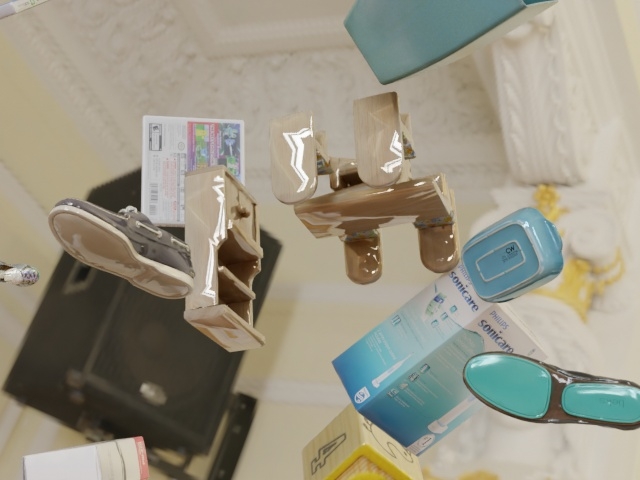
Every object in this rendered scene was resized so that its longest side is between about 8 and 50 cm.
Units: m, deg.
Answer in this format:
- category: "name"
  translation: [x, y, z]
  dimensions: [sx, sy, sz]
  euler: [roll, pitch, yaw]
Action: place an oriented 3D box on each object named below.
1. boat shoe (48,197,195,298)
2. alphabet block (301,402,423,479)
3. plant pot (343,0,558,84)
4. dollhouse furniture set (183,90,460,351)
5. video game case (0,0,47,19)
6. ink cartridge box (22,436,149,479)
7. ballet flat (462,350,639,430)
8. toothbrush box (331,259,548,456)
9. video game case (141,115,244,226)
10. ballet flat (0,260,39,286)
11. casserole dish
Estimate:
- category: "boat shoe"
  translation: [-0.218, -0.003, 1.276]
  dimensions: [0.075, 0.065, 0.206]
  euler: [-19, -37, 33]
- category: "alphabet block"
  translation: [0.088, 0.498, 2.474]
  dimensions: [0.192, 0.197, 0.193]
  euler: [38, -76, -17]
- category: "plant pot"
  translation: [0.162, -0.318, 1.543]
  dimensions: [0.234, 0.165, 0.166]
  euler: [-34, -93, 29]
- category: "dollhouse furniture set"
  translation: [0.000, 0.000, 1.775]
  dimensions: [0.394, 0.257, 0.362]
  euler: [-10, -24, 16]
- category: "video game case"
  translation: [-0.581, -0.404, 2.043]
  dimensions: [0.212, 0.193, 0.023]
  euler: [-13, -72, 23]
- category: "ink cartridge box"
  translation: [-0.445, 0.435, 2.189]
  dimensions: [0.158, 0.092, 0.218]
  euler: [-11, -6, 14]
- category: "ballet flat"
  translation: [0.352, 0.234, 1.715]
  dimensions: [0.280, 0.095, 0.096]
  euler: [13, -8, 17]
- category: "toothbrush box"
  translation: [0.205, 0.202, 1.949]
  dimensions: [0.295, 0.126, 0.216]
  euler: [-39, -46, 10]
- category: "video game case"
  translation: [-0.226, -0.122, 2.043]
  dimensions: [0.183, 0.201, 0.023]
  euler: [2, -15, -11]
- category: "ballet flat"
  translation: [-0.515, 0.058, 1.896]
  dimensions: [0.114, 0.041, 0.041]
  euler: [8, -33, 35]
- category: "casserole dish"
  translation: [0.272, 0.027, 1.668]
  dimensions: [0.188, 0.037, 0.114]
  euler: [-33, -102, 48]
